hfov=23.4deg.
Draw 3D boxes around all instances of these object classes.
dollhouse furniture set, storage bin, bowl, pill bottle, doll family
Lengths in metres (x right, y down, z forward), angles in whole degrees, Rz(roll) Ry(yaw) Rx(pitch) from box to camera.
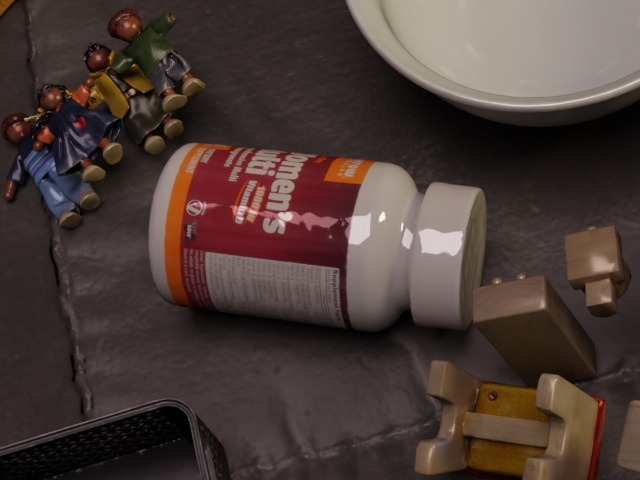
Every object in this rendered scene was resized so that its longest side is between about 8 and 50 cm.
[{"bbox_3d":[0.196,0.016,1.047,0.151,0.144,0.123,-12,58,22],"label":"dollhouse furniture set"},{"bbox_3d":[-0.151,0.195,1.056,0.180,0.084,0.122,-17,63,3],"label":"storage bin"},{"bbox_3d":[0.240,0.202,0.945,0.374,0.152,0.201,5,81,39],"label":"dollhouse furniture set"},{"bbox_3d":[0.168,-0.197,1.140,0.298,0.134,0.298,-4,66,10],"label":"bowl"},{"bbox_3d":[0.000,0.000,1.092,0.221,0.121,0.121,6,67,15],"label":"pill bottle"},{"bbox_3d":[-0.179,-0.100,1.205,0.193,0.076,0.111,-40,69,-4],"label":"doll family"}]

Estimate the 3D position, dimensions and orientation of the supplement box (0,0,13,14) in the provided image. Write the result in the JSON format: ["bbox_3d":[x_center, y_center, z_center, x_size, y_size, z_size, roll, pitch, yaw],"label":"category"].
[{"bbox_3d":[-0.283,-0.248,1.292,0.078,0.080,0.233,33,78,26],"label":"supplement box"}]
